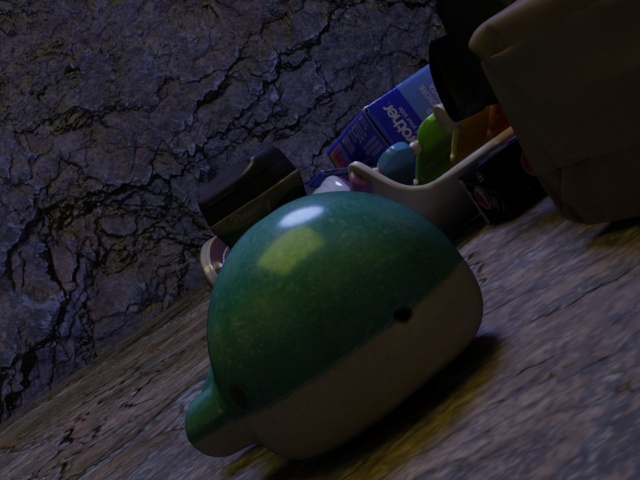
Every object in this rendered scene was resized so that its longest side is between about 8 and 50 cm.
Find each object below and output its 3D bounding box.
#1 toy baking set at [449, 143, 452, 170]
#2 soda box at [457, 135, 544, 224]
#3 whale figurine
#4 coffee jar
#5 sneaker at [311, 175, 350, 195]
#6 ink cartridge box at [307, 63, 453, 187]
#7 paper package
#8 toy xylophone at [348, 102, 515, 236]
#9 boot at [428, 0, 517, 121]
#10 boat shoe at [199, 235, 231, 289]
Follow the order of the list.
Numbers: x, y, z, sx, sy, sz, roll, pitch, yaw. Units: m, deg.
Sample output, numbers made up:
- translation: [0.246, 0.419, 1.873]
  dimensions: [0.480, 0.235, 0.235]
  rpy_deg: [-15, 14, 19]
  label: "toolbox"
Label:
- translation: [0.224, -0.133, 1.397]
  dimensions: [0.197, 0.030, 0.256]
  rpy_deg: [-41, -26, 2]
  label: "toy baking set"
- translation: [0.217, -0.086, 1.163]
  dimensions: [0.169, 0.060, 0.053]
  rpy_deg: [-35, 1, -19]
  label: "soda box"
- translation: [-0.015, 0.053, 0.806]
  dimensions: [0.216, 0.141, 0.272]
  rpy_deg: [-36, 4, -24]
  label: "whale figurine"
- translation: [-0.031, 0.008, 1.126]
  dimensions: [0.096, 0.184, 0.079]
  rpy_deg: [-30, 6, 35]
  label: "coffee jar"
- translation: [0.000, 0.000, 1.436]
  dimensions: [0.152, 0.114, 0.305]
  rpy_deg: [-33, 4, -7]
  label: "sneaker"
- translation: [0.173, -0.158, 1.596]
  dimensions: [0.395, 0.151, 0.270]
  rpy_deg: [-37, -1, -13]
  label: "ink cartridge box"
- translation: [0.306, -0.170, 0.749]
  dimensions: [0.325, 0.168, 0.309]
  rpy_deg: [-34, 6, -17]
  label: "paper package"
- translation: [0.174, -0.122, 1.231]
  dimensions: [0.323, 0.081, 0.236]
  rpy_deg: [-31, -28, -22]
  label: "toy xylophone"
- translation: [0.211, -0.186, 0.994]
  dimensions: [0.229, 0.091, 0.263]
  rpy_deg: [-22, -2, -4]
  label: "boot"
- translation: [-0.077, 0.014, 1.859]
  dimensions: [0.123, 0.123, 0.342]
  rpy_deg: [-33, -2, 20]
  label: "boat shoe"
